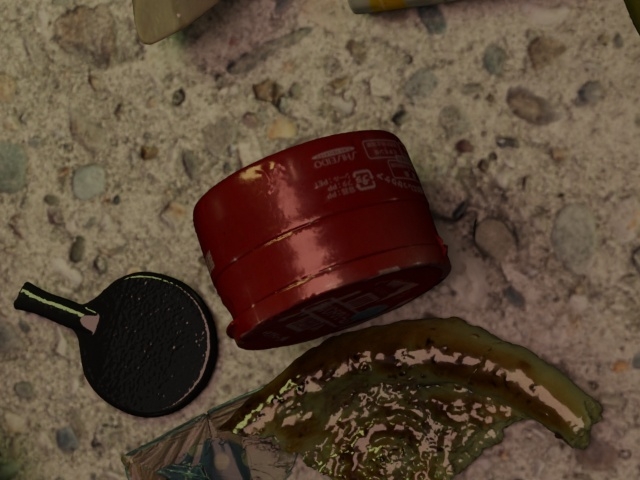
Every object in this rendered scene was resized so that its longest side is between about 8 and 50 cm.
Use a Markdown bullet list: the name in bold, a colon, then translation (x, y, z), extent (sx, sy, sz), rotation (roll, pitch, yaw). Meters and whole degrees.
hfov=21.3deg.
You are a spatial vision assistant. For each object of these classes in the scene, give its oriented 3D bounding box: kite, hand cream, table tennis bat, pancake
- **kite**: translation (-0.070, 0.276, 1.721), extent (0.314, 0.011, 0.335), rotation (22, 93, 20)
- **hand cream**: translation (0.000, 0.000, 1.612), extent (0.230, 0.230, 0.149), rotation (-21, 78, 16)
- **table tennis bat**: translation (-0.217, 0.096, 1.783), extent (0.236, 0.027, 0.150), rotation (19, 92, 19)
- **pancake**: translation (0.083, 0.174, 1.650), extent (0.376, 0.054, 0.197), rotation (-9, 81, 17)

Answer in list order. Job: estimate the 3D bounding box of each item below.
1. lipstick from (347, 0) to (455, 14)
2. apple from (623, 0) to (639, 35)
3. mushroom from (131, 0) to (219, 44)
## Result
- **lipstick**: translation (0.156, -0.267, 1.670), extent (0.264, 0.059, 0.059), rotation (-6, 83, 19)
- **apple**: translation (0.395, -0.256, 1.468), extent (0.292, 0.292, 0.254), rotation (11, 108, 20)
- **mushroom**: translation (-0.114, -0.364, 1.743), extent (0.128, 0.128, 0.350), rotation (11, 85, 20)
